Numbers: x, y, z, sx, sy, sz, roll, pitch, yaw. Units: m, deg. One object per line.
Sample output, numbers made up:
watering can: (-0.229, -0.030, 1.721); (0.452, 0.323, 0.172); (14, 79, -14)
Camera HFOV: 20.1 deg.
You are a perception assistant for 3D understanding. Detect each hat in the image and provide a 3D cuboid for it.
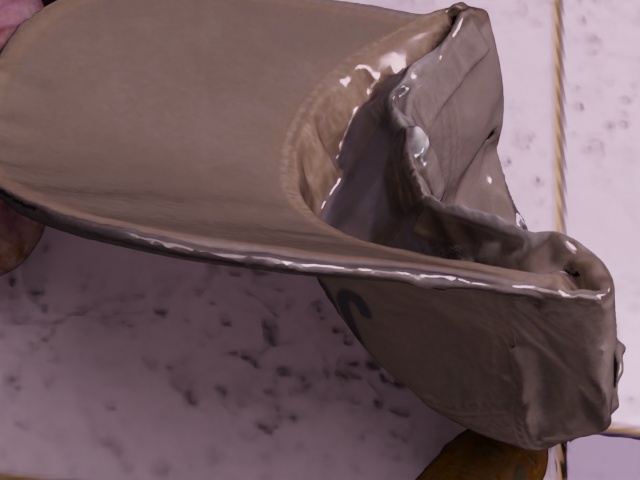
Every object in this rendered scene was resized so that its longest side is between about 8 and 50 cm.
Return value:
hat: (0.000, 0.000, 0.680); (0.245, 0.149, 0.214); (-4, 34, -4)

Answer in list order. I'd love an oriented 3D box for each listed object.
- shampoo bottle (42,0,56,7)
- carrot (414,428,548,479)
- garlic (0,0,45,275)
shampoo bottle: (-0.044, -0.207, 0.834); (0.129, 0.084, 0.323); (24, 59, 8)
carrot: (0.013, 0.141, 0.652); (0.078, 0.078, 0.298); (38, 56, 13)
garlic: (-0.169, -0.055, 0.703); (0.159, 0.102, 0.147); (42, 80, 4)
